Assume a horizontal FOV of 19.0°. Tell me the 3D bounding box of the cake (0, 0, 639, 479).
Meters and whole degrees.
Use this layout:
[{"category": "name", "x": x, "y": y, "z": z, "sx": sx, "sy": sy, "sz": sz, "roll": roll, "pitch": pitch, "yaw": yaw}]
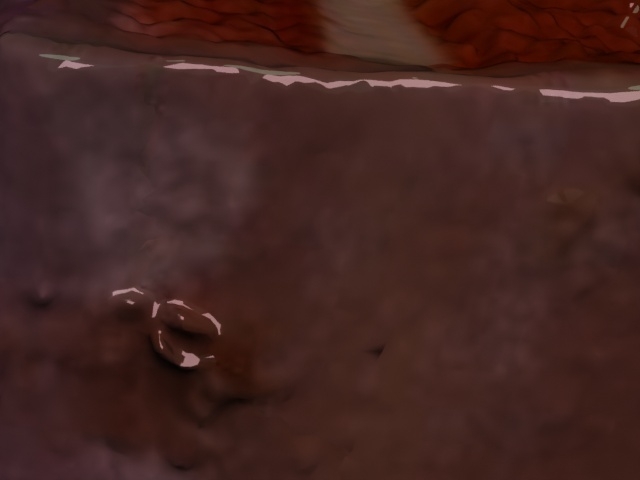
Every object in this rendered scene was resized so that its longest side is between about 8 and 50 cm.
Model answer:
[{"category": "cake", "x": 0.000, "y": 0.000, "z": 0.646, "sx": 0.237, "sy": 0.230, "sz": 0.309, "roll": 6, "pitch": 23, "yaw": -7}]
